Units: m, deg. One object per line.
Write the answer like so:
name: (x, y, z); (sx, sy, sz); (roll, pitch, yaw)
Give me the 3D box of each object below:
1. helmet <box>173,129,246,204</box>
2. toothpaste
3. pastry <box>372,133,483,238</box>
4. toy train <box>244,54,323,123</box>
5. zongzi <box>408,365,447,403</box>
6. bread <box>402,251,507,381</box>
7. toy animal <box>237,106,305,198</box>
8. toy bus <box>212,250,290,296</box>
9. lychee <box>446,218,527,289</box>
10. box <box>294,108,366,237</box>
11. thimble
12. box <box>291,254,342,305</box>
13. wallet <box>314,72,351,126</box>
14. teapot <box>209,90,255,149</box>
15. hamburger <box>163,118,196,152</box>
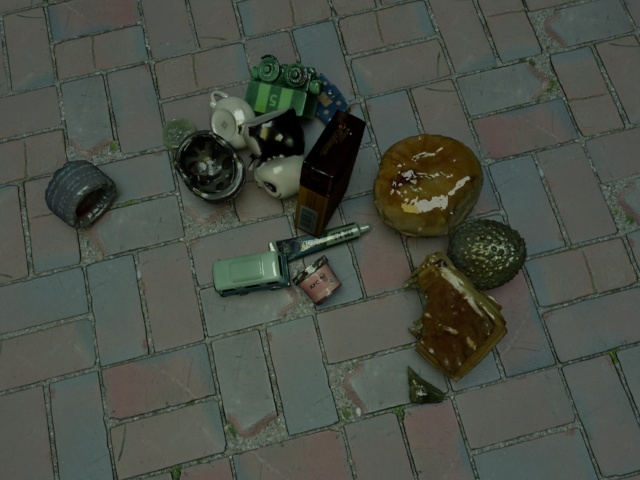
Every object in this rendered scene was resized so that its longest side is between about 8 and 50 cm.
helmet: (-0.401, -0.261, 1.948); (0.225, 0.177, 0.305); (-37, 85, -2)
toothpaste: (0.000, 0.000, 1.931); (0.393, 0.061, 0.098); (-16, 81, 0)
pastry: (0.389, -0.194, 1.872); (0.410, 0.245, 0.409); (-4, 70, 11)
toy train: (-0.138, -0.581, 2.001); (0.299, 0.167, 0.238); (19, 101, 20)
zongzi: (0.386, 0.505, 1.805); (0.154, 0.062, 0.130); (0, 64, -5)
bread: (0.443, 0.252, 1.772); (0.370, 0.192, 0.314); (47, 122, 23)
toy animal: (-0.153, -0.308, 1.894); (0.251, 0.251, 0.309); (-20, 114, -4)
toy bus: (-0.260, 0.118, 1.846); (0.272, 0.165, 0.132); (-10, 76, 8)
lychee: (0.584, 0.050, 1.817); (0.256, 0.274, 0.255); (0, 89, -28)
box: (0.026, -0.220, 1.781); (0.116, 0.415, 0.264); (27, 64, 8)
thimble: (-0.903, -0.176, 1.930); (0.172, 0.205, 0.236); (36, 104, 14)
box: (-0.006, 0.150, 1.856); (0.151, 0.151, 0.135); (-36, 87, -8)
wallet: (0.018, -0.570, 2.076); (0.141, 0.059, 0.202); (-38, 78, -10)
teapot: (-0.339, -0.468, 2.007); (0.204, 0.139, 0.298); (-36, 86, 38)
hamburger: (-0.562, -0.415, 2.048); (0.133, 0.062, 0.139); (1, 74, -3)
